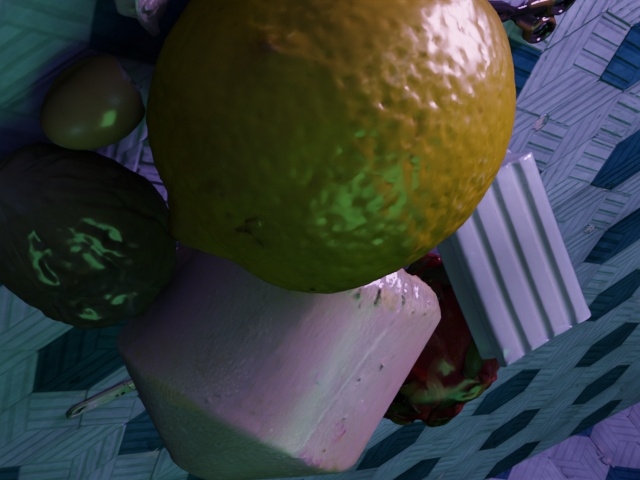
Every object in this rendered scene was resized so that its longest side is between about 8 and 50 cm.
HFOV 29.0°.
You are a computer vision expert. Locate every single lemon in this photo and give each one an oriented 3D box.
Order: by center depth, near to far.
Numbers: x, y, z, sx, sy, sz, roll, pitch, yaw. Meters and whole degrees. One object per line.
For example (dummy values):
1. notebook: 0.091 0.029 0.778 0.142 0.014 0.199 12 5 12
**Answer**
1. lemon: 0.011 -0.116 1.089 0.336 0.336 0.336 -28 155 -14

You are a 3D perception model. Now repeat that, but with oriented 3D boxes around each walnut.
1. walnut: -0.235 -0.009 1.171 0.178 0.178 0.230 -38 146 7

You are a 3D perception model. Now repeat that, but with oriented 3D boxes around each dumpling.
1. dumpling: -0.147 -0.207 1.038 0.052 0.057 0.076 -14 149 -37

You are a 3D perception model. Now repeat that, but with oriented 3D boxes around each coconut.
1. coconut: -0.057 0.114 1.319 0.309 0.297 0.297 -54 154 1

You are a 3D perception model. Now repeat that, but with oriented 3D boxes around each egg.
1. egg: -0.204 -0.120 1.100 0.096 0.080 0.080 -28 155 -5

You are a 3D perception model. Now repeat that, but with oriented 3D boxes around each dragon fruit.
1. dragon fruit: 0.173 0.145 1.894 0.302 0.237 0.231 -50 175 0

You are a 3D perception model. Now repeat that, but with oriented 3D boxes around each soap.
1. soap: 0.259 0.023 1.737 0.160 0.265 0.087 -28 -163 -16

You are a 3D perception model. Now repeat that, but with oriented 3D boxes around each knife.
1. knife: -0.254 0.196 1.700 0.207 0.014 0.030 -24 154 -18

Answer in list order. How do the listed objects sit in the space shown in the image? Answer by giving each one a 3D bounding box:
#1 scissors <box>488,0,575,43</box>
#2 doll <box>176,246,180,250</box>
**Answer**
1. scissors: 0.217 -0.266 1.440 0.220 0.017 0.088 -7 145 -44
2. doll: -0.082 0.019 1.494 0.262 0.093 0.211 -37 152 -1
